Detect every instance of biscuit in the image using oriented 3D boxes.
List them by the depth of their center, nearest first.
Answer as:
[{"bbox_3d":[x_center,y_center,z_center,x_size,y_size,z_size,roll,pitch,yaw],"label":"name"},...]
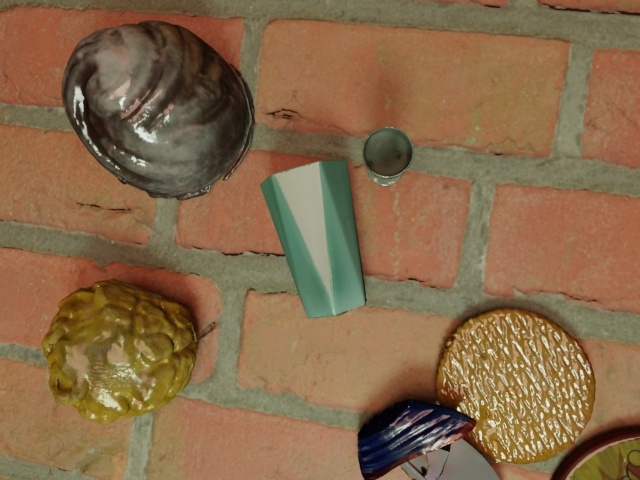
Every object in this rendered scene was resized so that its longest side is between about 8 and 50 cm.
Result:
[{"bbox_3d":[0.314,0.236,0.705,0.253,0.035,0.254,0,90,9],"label":"biscuit"}]

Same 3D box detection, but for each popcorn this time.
[{"bbox_3d":[-0.334,0.189,0.729,0.249,0.190,0.251,0,80,1],"label":"popcorn"}]

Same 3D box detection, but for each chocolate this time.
[{"bbox_3d":[-0.279,-0.220,0.700,0.302,0.213,0.304,0,89,8],"label":"chocolate"}]

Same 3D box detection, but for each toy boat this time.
[{"bbox_3d":[0.212,0.373,0.692,0.318,0.072,0.219,26,114,8],"label":"toy boat"}]

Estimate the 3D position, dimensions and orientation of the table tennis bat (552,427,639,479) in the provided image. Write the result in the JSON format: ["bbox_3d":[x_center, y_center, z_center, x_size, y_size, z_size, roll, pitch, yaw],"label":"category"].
[{"bbox_3d":[0.567,0.412,0.666,0.414,0.051,0.268,-18,88,11],"label":"table tennis bat"}]

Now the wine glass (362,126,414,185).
[{"bbox_3d":[0.105,-0.124,0.671,0.073,0.155,0.074,0,91,9],"label":"wine glass"}]

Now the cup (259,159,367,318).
[{"bbox_3d":[0.000,0.000,0.709,0.134,0.148,0.236,-12,94,41],"label":"cup"}]
